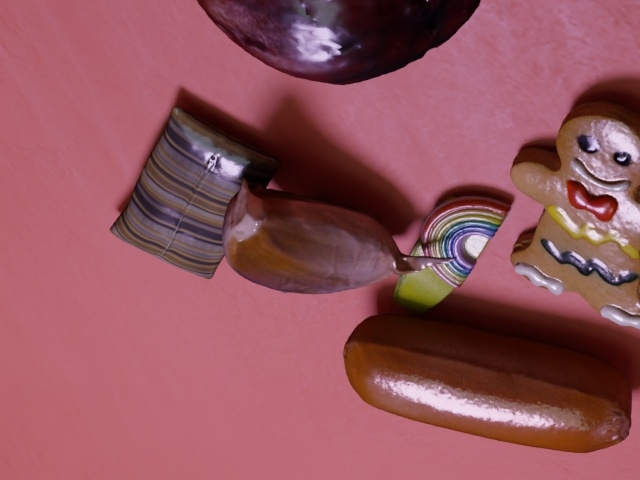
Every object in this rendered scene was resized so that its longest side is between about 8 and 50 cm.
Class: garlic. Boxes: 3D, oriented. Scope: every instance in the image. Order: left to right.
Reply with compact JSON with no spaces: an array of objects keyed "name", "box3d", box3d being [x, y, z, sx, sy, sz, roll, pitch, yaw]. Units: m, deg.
[{"name":"garlic","box3d":[0.005,0.004,1.746,0.198,0.090,0.128,18,166,-16]}]

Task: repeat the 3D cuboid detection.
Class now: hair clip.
[{"name":"hair clip","box3d":[0.107,0.016,1.771,0.060,0.033,0.188,29,140,-2]}]

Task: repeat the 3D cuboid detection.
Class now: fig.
[{"name":"fig","box3d":[0.006,-0.230,1.419,0.263,0.224,0.224,7,137,20]}]

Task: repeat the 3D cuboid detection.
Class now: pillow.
[{"name":"pillow","box3d":[-0.118,-0.039,1.818,0.113,0.038,0.203,26,140,-5]}]

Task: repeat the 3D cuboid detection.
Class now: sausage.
[{"name":"sausage","box3d":[0.155,0.134,1.827,0.274,0.105,0.105,11,139,15]}]

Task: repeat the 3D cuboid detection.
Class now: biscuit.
[{"name":"biscuit","box3d":[0.229,-0.021,1.649,0.158,0.035,0.240,21,142,18]}]
